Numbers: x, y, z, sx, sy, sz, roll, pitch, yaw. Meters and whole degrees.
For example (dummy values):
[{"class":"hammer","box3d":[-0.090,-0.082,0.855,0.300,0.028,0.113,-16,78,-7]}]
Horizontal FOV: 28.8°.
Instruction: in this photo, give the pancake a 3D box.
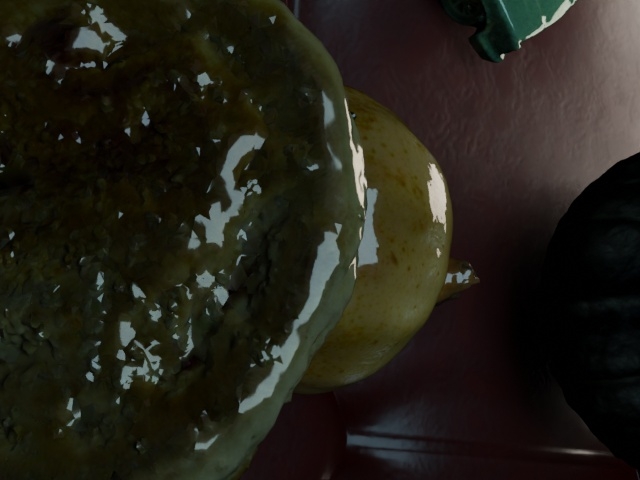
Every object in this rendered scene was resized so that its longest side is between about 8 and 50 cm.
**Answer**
[{"class":"pancake","box3d":[-0.146,-0.006,0.690,0.356,0.065,0.356,0,84,2]}]

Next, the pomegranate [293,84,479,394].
[{"class":"pomegranate","box3d":[-0.014,-0.005,0.819,0.207,0.207,0.207,6,80,-38]}]

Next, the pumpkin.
[{"class":"pumpkin","box3d":[0.338,0.061,1.030,0.296,0.296,0.296,6,80,-38]}]

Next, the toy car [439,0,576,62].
[{"class":"toy car","box3d":[0.115,-0.311,1.014,0.141,0.097,0.321,-41,109,-34]}]
